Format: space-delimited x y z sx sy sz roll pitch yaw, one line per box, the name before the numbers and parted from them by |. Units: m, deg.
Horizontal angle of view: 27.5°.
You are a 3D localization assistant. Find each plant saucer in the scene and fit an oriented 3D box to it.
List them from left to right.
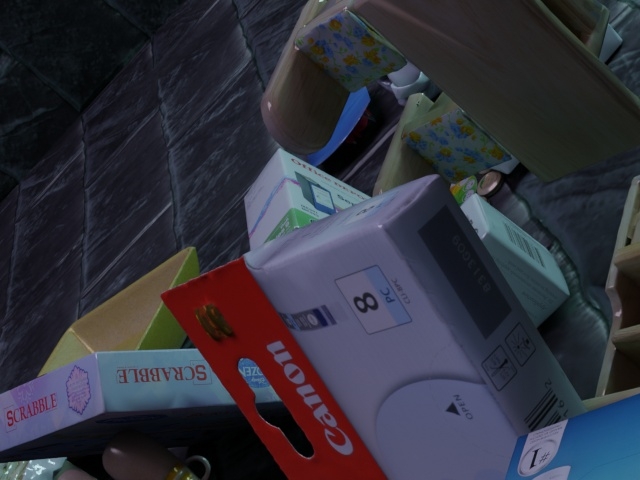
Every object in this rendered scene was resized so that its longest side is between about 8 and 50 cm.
plant saucer | -0.310 0.196 1.879 0.333 0.081 0.333 -32 22 38

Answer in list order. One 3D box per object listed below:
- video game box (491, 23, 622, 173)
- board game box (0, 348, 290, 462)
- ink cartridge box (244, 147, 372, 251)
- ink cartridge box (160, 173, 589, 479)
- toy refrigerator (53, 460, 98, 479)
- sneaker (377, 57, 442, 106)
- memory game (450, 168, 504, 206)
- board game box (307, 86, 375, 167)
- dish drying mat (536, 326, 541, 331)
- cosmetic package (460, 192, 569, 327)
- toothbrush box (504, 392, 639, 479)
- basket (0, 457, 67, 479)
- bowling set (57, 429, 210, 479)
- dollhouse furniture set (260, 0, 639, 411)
video game box | 0.227 -0.177 1.525 0.205 0.048 0.187 -49 21 -7
board game box | -0.191 0.184 1.456 0.318 0.319 0.066 -24 71 45
ink cartridge box | 0.000 0.000 1.539 0.093 0.154 0.212 -55 21 19
ink cartridge box | 0.029 0.140 1.098 0.385 0.308 0.091 -23 15 47
toy refrigerator | -0.380 0.422 1.699 0.269 0.094 0.102 -60 18 -20
sneaker | 0.130 -0.317 1.797 0.210 0.137 0.366 -44 28 8
memory game | 0.145 -0.044 1.536 0.186 0.012 0.186 -40 26 24
board game box | 0.035 -0.160 1.877 0.133 0.033 0.168 -50 18 15
dish drying mat | 0.189 0.080 1.283 0.032 0.008 0.083 -50 23 5
cosmetic package | 0.116 0.080 1.263 0.231 0.117 0.085 -45 24 19
toothbrush box | 0.202 0.222 0.766 0.216 0.126 0.295 -28 19 35
basket | -0.539 0.363 1.628 0.328 0.266 0.331 -41 19 39
bowling set | -0.213 0.318 1.242 0.287 0.154 0.200 -60 -13 -8
dollhouse furniture set | 0.192 -0.053 0.987 0.362 0.394 0.256 -24 36 46
